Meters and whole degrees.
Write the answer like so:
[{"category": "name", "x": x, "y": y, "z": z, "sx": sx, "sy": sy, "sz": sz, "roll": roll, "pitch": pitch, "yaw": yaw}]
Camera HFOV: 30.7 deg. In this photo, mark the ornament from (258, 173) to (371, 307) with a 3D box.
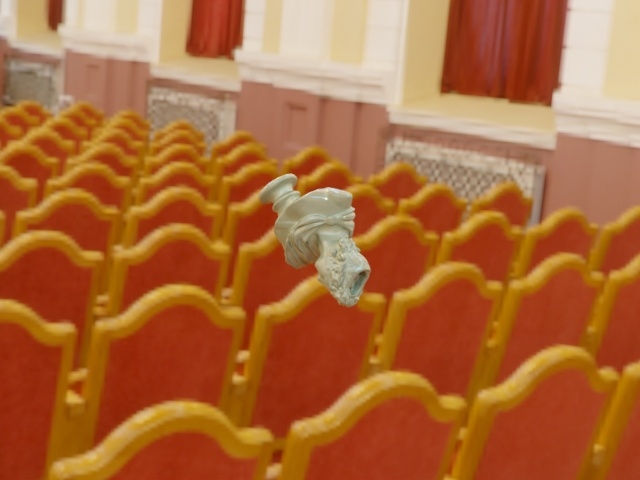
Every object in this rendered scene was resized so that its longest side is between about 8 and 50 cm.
[{"category": "ornament", "x": -0.002, "y": -0.003, "z": 0.780, "sx": 0.092, "sy": 0.068, "sz": 0.041, "roll": 29, "pitch": 27, "yaw": 30}]
